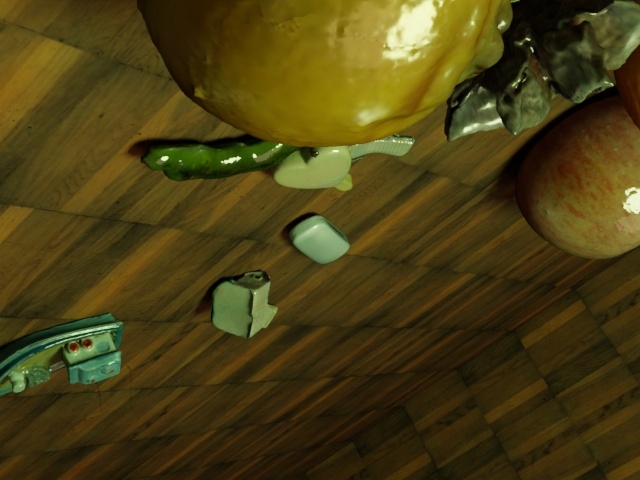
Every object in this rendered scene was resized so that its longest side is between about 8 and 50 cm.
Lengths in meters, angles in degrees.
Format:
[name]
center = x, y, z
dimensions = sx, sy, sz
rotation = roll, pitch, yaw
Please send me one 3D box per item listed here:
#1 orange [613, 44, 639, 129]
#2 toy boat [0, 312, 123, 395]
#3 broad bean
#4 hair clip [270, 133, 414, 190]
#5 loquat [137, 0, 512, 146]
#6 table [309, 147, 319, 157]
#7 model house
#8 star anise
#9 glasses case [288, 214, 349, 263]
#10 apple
[orange]
center = 0.614, -0.303, 1.308
dimensions = 0.424, 0.326, 0.424
rotation = -38, 162, -15
[toy boat]
center = -0.424, 0.198, 1.455
dimensions = 0.238, 0.098, 0.109
rotation = -16, 152, -26
[broad bean]
center = -0.091, -0.138, 1.201
dimensions = 0.292, 0.049, 0.144
rotation = -27, 151, -10
[hair clip]
center = 0.028, -0.123, 1.352
dimensions = 0.219, 0.071, 0.159
rotation = -17, 158, -16
[loquat]
center = 0.006, -0.232, 0.770
dimensions = 0.329, 0.328, 0.328
rotation = -24, 157, -11
[table]
center = 0.007, -0.205, 1.039
dimensions = 0.122, 0.111, 0.240
rotation = 15, 135, -31
[model house]
center = -0.132, 0.103, 1.631
dimensions = 0.100, 0.088, 0.100
rotation = -36, 140, -57
[star anise]
center = 0.287, -0.243, 1.185
dimensions = 0.332, 0.331, 0.117
rotation = -34, 115, 12
[glasses case]
center = 0.000, 0.000, 1.595
dimensions = 0.067, 0.045, 0.178
rotation = -33, 157, 9
[apple]
center = 0.551, -0.107, 1.722
dimensions = 0.345, 0.269, 0.344
rotation = -25, 158, -11
